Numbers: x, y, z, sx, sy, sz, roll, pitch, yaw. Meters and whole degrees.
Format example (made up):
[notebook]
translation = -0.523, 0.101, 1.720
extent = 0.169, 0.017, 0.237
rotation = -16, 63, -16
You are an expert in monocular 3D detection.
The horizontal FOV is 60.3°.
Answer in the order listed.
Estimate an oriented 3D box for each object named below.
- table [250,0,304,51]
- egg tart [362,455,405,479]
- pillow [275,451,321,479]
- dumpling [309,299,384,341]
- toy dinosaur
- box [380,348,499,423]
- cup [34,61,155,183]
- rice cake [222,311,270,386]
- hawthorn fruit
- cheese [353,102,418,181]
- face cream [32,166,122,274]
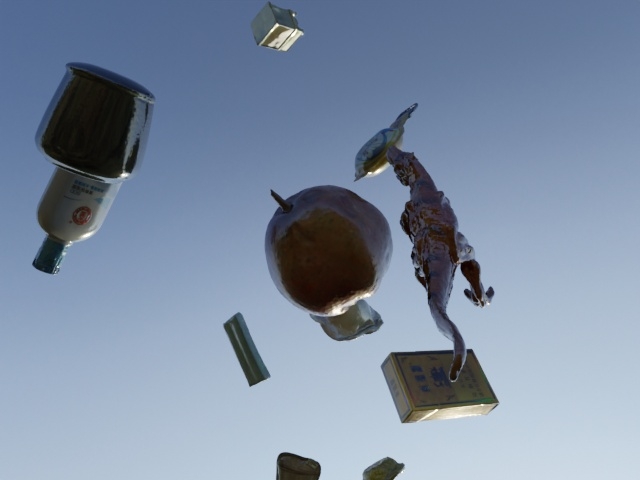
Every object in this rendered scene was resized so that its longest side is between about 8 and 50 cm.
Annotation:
[table]
translation = -0.097, -0.476, 1.235
extent = 0.083, 0.062, 0.079
rotation = -2, -23, -44
[egg tart]
translation = 0.118, 0.456, 1.082
extent = 0.105, 0.105, 0.039
rotation = -37, -106, 27
[pillow]
translation = -0.076, 0.708, 1.549
extent = 0.131, 0.038, 0.232
rotation = 11, -81, 3
[dumpling]
translation = 0.082, 0.221, 1.530
extent = 0.229, 0.151, 0.124
rotation = 2, -58, -22
[toy dinosaur]
translation = 0.176, 0.037, 0.773
extent = 0.097, 0.432, 0.208
rotation = -24, -46, 12
[box]
translation = 0.349, 0.424, 1.627
extent = 0.302, 0.192, 0.084
rotation = 3, -46, -23
[cup]
translation = -0.387, -0.206, 0.937
extent = 0.169, 0.223, 0.176
rotation = 10, -75, -47
[rice cake]
translation = -0.226, 0.330, 1.652
extent = 0.080, 0.042, 0.221
rotation = -38, -108, 30
[hawthorn fruit]
translation = 0.000, 0.000, 1.157
extent = 0.277, 0.277, 0.298
rotation = -34, -76, 26
[cheese]
translation = 0.165, -0.246, 1.395
extent = 0.069, 0.270, 0.177
rotation = 42, -26, -12
[face cream]
translation = -0.575, -0.081, 1.291
extent = 0.080, 0.163, 0.336
rotation = 28, -89, 33
